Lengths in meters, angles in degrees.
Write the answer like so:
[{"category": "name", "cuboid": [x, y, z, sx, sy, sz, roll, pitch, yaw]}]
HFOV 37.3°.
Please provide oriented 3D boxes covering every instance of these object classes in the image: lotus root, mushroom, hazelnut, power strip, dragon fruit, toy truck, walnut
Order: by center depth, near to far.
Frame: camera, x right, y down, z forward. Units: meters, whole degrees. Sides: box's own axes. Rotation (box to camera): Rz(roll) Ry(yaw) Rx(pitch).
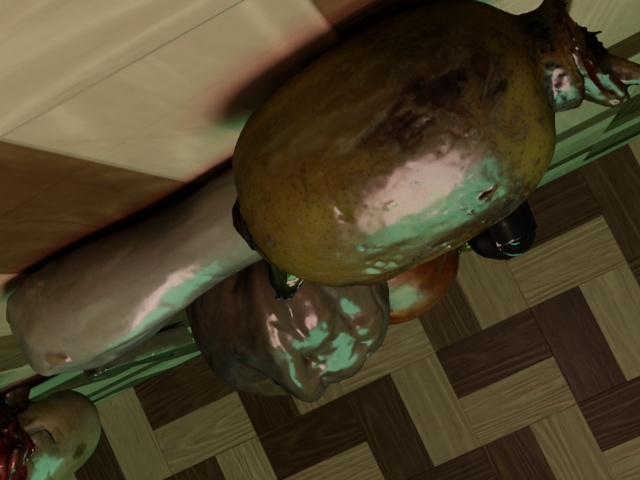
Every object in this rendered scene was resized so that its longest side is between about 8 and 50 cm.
[{"category": "lotus root", "cuboid": [0.069, -0.073, 0.579, 0.278, 0.154, 0.154, -26, 174, 17]}, {"category": "mushroom", "cuboid": [-0.120, 0.012, 0.776, 0.351, 0.097, 0.109, -31, 175, 13]}, {"category": "walnut", "cuboid": [-0.034, 0.064, 0.966, 0.224, 0.224, 0.224, -25, 174, -3]}, {"category": "hazelnut", "cuboid": [0.072, 0.009, 1.107, 0.182, 0.182, 0.182, -25, 174, -3]}, {"category": "toy truck", "cuboid": [0.212, -0.043, 1.298, 0.147, 0.165, 0.224, -25, 174, -10]}, {"category": "dragon fruit", "cuboid": [-0.499, 0.300, 1.304, 0.192, 0.193, 0.274, 3, 167, -11]}, {"category": "mushroom", "cuboid": [-0.490, 0.339, 1.607, 0.255, 0.184, 0.255, -26, 171, -4]}, {"category": "power strip", "cuboid": [-0.338, 0.206, 1.737, 0.080, 0.048, 0.286, -31, 172, 24]}]

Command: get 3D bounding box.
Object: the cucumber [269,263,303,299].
[{"category": "cucumber", "cuboid": [0.017, -0.044, 0.819, 0.220, 0.046, 0.070, -47, 143, 4]}]
